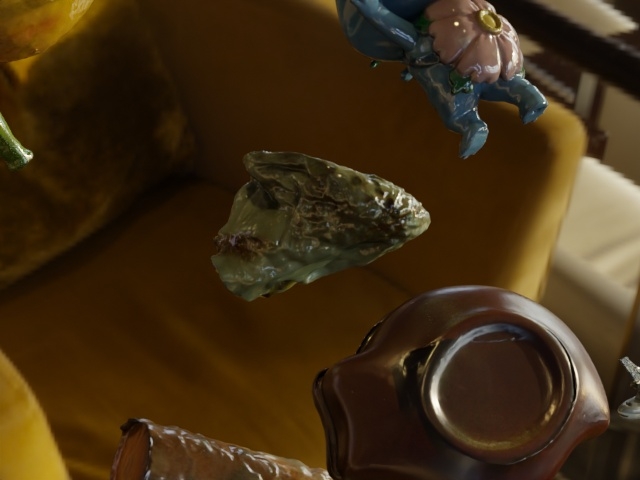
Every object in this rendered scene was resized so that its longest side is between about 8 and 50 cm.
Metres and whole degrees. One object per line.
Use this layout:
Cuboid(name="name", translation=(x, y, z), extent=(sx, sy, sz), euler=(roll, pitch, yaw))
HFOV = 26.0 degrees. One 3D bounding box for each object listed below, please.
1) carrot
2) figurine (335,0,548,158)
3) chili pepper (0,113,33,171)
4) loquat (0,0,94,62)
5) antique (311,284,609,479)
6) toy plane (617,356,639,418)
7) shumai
Cuboid(name="carrot", translation=(-0.072, 0.237, 1.339), extent=(0.263, 0.102, 0.102), euler=(12, 31, -24))
Cuboid(name="figurine", translation=(0.073, -0.135, 0.928), extent=(0.114, 0.144, 0.178), euler=(-25, 72, -13))
Cuboid(name="chili pepper", translation=(-0.439, -0.185, 1.820), extent=(0.050, 0.202, 0.052), euler=(-14, 19, 18))
Cuboid(name="loquat", translation=(-0.353, -0.335, 1.517), extent=(0.284, 0.276, 0.276), euler=(-30, 48, -31))
Cuboid(name="antique", translation=(0.136, 0.151, 1.284), extent=(0.278, 0.129, 0.223), euler=(0, 71, -20))
Cuboid(name="toy plane", translation=(0.431, 0.194, 1.674), extent=(0.226, 0.058, 0.226), euler=(12, 15, -45))
Cuboid(name="shumai", translation=(0.000, 0.000, 1.843), extent=(0.272, 0.204, 0.222), euler=(12, -4, 22))
